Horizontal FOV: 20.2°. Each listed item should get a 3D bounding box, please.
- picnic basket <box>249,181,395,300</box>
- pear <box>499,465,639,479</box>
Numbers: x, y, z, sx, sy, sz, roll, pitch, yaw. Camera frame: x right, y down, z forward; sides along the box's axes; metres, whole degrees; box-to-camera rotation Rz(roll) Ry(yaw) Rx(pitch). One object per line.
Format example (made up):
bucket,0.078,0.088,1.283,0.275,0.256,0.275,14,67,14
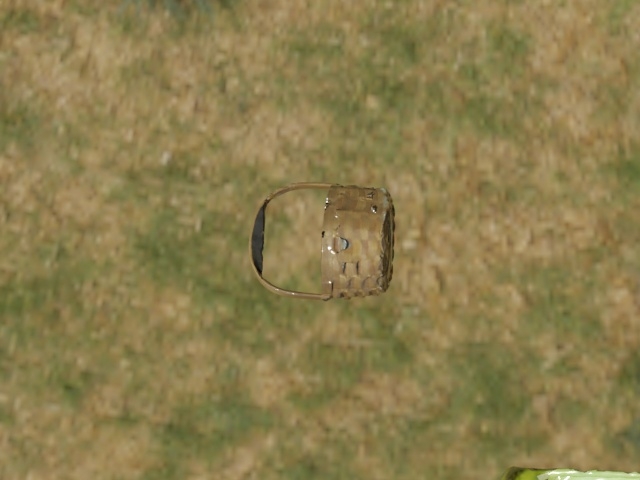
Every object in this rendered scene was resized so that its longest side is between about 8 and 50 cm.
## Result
picnic basket,0.000,0.000,1.039,0.083,0.072,0.072,3,136,9
pear,0.229,0.186,0.686,0.286,0.176,0.282,-3,164,26
